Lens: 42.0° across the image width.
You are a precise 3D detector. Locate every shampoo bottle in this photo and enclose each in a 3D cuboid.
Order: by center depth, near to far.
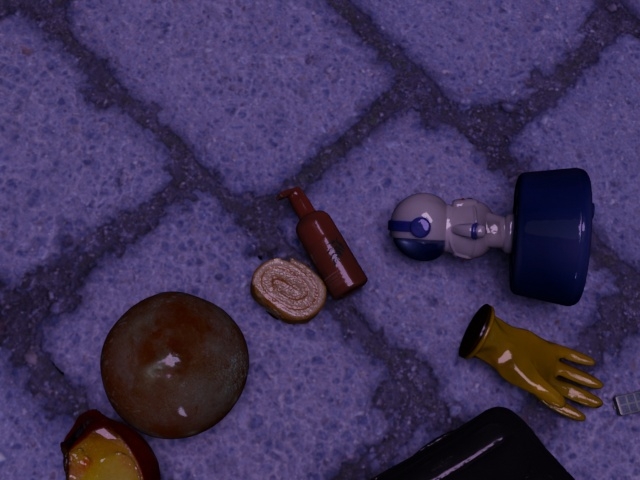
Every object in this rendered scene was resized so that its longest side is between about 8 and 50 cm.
[{"bbox_3d":[0.002,0.000,1.680,0.085,0.085,0.244,-30,79,-13],"label":"shampoo bottle"}]

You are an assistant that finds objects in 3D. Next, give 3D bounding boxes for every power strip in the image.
[{"bbox_3d":[0.630,0.324,1.670,0.090,0.016,0.040,-10,74,-8],"label":"power strip"}]

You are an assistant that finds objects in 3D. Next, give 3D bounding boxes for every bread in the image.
[{"bbox_3d":[-0.062,0.097,1.655,0.149,0.073,0.122,37,68,4],"label":"bread"}]

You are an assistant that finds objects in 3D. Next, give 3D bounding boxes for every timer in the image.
[{"bbox_3d":[0.325,-0.017,1.651,0.384,0.270,0.270,4,72,11],"label":"timer"}]

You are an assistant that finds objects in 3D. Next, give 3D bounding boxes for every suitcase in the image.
[{"bbox_3d":[0.263,0.480,1.446,0.345,0.188,0.339,-29,34,-7],"label":"suitcase"}]

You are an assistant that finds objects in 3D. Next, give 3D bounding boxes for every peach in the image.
[{"bbox_3d":[-0.363,0.416,1.471,0.159,0.154,0.267,-6,92,-5],"label":"peach"}]

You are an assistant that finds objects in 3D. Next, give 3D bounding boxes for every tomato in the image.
[{"bbox_3d":[-0.265,0.222,1.518,0.270,0.222,0.270,1,76,-3],"label":"tomato"}]

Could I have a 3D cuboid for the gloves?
[{"bbox_3d":[0.429,0.243,1.641,0.294,0.116,0.133,28,80,-3],"label":"gloves"}]
